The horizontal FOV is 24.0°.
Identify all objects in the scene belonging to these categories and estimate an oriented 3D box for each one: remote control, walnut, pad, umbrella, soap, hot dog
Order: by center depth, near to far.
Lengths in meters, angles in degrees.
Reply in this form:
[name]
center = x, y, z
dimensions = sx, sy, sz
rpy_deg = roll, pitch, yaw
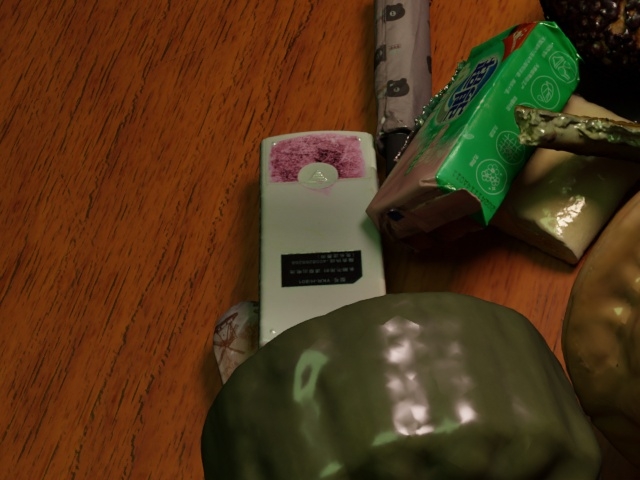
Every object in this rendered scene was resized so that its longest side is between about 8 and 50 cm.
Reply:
[walnut]
center = 0.431, 0.061, 1.367
dimensions = 0.384, 0.383, 0.383
rpy_deg = -11, 52, 15
[hot dog]
center = -0.053, 0.162, 1.648
dimensions = 0.131, 0.069, 0.252
rpy_deg = -32, 46, 10
[soap]
center = 0.176, -0.113, 1.671
dimensions = 0.273, 0.098, 0.218
rpy_deg = -56, 19, -26
[remote control]
center = 0.000, 0.001, 1.709
dimensions = 0.145, 0.050, 0.344
rpy_deg = -2, 44, 1
[pad]
center = 0.353, -0.184, 1.773
dimensions = 0.116, 0.004, 0.193
rpy_deg = -6, 54, 19
[umbrella]
center = 0.100, -0.204, 1.848
dimensions = 0.067, 0.073, 0.337
rpy_deg = -36, 41, 40

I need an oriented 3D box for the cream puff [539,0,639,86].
[cream puff]
center = 0.370, -0.293, 1.707
dimensions = 0.239, 0.165, 0.239
rpy_deg = 8, 62, -14

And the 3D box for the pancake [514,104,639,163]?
[pancake]
center = 0.381, -0.084, 1.563
dimensions = 0.377, 0.197, 0.054
rpy_deg = 11, 97, 0

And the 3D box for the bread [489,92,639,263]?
[bread]
center = 0.278, -0.073, 1.683
dimensions = 0.139, 0.060, 0.178
rpy_deg = 27, 70, 33

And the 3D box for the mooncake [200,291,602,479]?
[mooncake]
center = 0.074, 0.221, 1.366
dimensions = 0.356, 0.356, 0.194
rpy_deg = -22, 48, 6
